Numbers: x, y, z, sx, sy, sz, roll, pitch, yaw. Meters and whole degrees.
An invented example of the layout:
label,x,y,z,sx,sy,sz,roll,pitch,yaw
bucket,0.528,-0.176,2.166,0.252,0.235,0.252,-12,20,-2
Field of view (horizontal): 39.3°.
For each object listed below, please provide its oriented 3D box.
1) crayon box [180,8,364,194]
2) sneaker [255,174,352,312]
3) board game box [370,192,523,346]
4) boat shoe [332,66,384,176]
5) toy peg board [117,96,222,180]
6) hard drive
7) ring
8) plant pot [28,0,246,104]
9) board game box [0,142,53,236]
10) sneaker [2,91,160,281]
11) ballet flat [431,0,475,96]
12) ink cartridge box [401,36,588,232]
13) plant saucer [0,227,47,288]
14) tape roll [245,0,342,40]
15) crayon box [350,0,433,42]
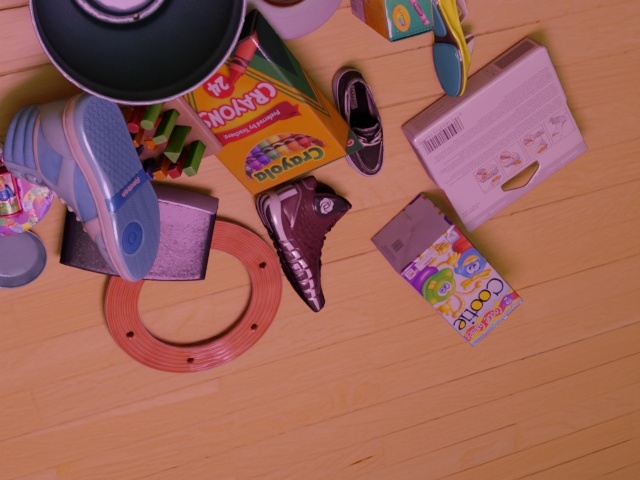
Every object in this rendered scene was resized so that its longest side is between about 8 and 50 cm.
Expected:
label,x,y,z,sx,sy,sz,roll,pitch,yaw
crayon box,-0.092,-0.200,1.475,0.202,0.081,0.318,-22,130,27
sneaker,0.000,0.000,1.670,0.162,0.106,0.281,-31,129,-12
board game box,0.254,0.060,1.781,0.142,0.144,0.275,-43,126,5
boat shoe,0.073,-0.199,1.599,0.077,0.070,0.219,-24,125,-7
toy peg board,-0.273,-0.158,1.432,0.160,0.079,0.161,-16,131,29
hard drive,-0.308,-0.011,1.536,0.254,0.054,0.172,8,106,-17
ring,-0.235,0.105,1.678,0.336,0.032,0.337,-11,123,-17
plant pot,-0.273,-0.367,1.283,0.293,0.196,0.293,-11,122,-17
board game box,-0.516,-0.078,1.439,0.168,0.033,0.133,35,96,-27
sneaker,-0.383,-0.083,1.418,0.208,0.127,0.319,3,119,26
ballet flat,0.231,-0.364,1.571,0.077,0.077,0.231,-37,125,-19
ink cartridge box,0.337,-0.196,1.712,0.296,0.066,0.261,-35,126,1
plant saucer,-0.525,0.026,1.518,0.119,0.021,0.119,-11,123,-17
tape roll,-0.065,-0.430,1.407,0.219,0.072,0.219,-10,121,-16
crayon box,0.095,-0.469,1.392,0.081,0.165,0.278,-18,124,-11
